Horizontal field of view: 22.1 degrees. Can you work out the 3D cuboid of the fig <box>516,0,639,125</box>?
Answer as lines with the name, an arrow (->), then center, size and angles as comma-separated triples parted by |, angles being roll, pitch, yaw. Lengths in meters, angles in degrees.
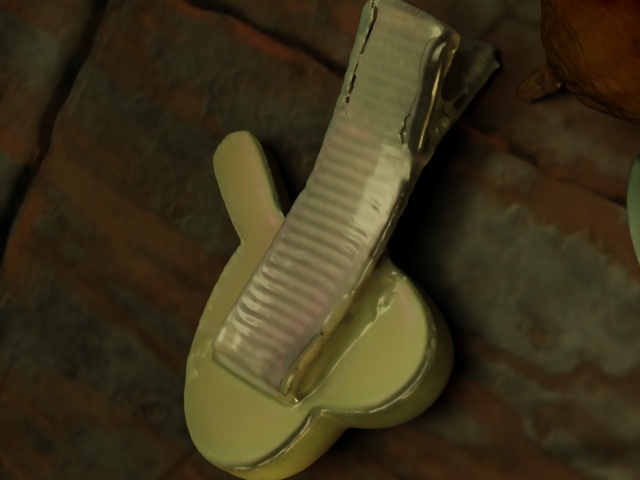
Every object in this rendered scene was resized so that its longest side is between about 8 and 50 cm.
fig -> 0.136, -0.098, 0.632 | 0.153, 0.119, 0.119 | -149, 74, -77

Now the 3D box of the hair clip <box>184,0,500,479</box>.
hair clip -> -0.001, -0.001, 0.719 | 0.159, 0.071, 0.218 | 28, 94, 38

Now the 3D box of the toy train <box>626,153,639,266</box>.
toy train -> 0.249, 0.103, 0.533 | 0.407, 0.086, 0.088 | 37, 110, 31
